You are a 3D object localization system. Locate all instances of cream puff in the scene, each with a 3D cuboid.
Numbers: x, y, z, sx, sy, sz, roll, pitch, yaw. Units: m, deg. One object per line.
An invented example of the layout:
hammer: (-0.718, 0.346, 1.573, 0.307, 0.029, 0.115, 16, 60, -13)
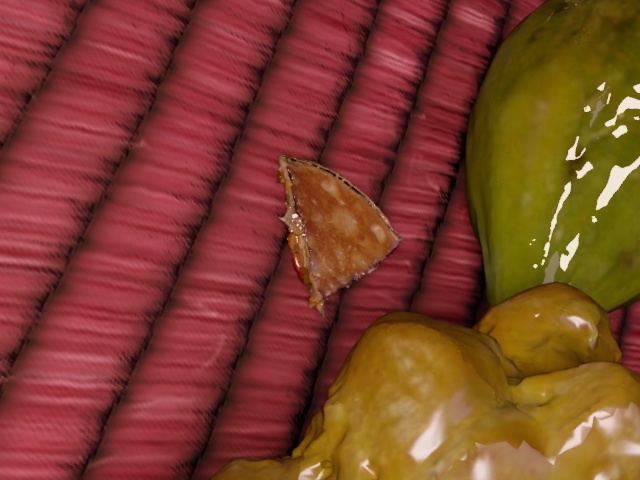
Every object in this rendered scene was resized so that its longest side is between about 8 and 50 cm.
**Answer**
cream puff: (0.064, 0.198, 0.587, 0.274, 0.270, 0.323, -9, 87, -5)

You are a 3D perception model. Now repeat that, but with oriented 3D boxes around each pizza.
pizza: (0.000, -0.014, 0.695, 0.100, 0.029, 0.099, -41, 101, -44)

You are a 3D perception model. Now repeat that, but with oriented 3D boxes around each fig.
fig: (0.200, -0.067, 0.766, 0.314, 0.233, 0.233, -29, 101, -39)
